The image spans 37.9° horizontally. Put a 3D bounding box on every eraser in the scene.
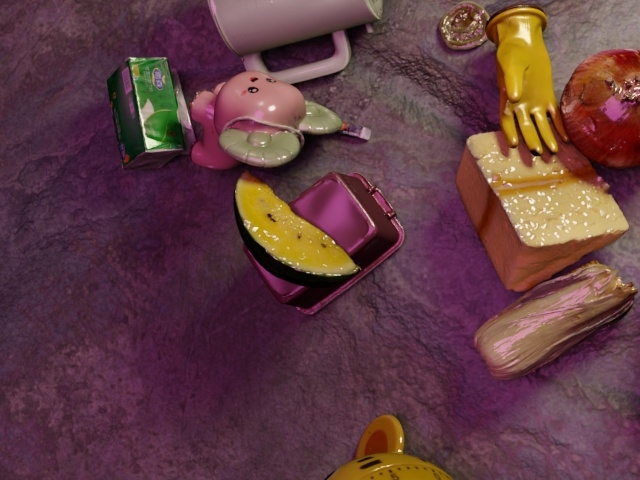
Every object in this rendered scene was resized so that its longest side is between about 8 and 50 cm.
[{"bbox_3d":[0.055,-0.227,1.916,0.099,0.019,0.027,14,89,20],"label":"eraser"}]

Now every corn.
[{"bbox_3d":[0.427,0.144,1.705,0.305,0.122,0.123,-35,68,10],"label":"corn"}]

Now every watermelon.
[{"bbox_3d":[-0.068,-0.004,1.730,0.301,0.123,0.129,39,77,15],"label":"watermelon"}]

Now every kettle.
[{"bbox_3d":[-0.040,-0.484,1.897,0.318,0.265,0.205,-13,50,17],"label":"kettle"}]

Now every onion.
[{"bbox_3d":[0.547,-0.245,1.651,0.230,0.163,0.229,4,69,-11],"label":"onion"}]

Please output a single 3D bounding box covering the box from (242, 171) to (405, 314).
[{"bbox_3d":[0.000,0.000,1.840,0.294,0.167,0.193,-39,73,12],"label":"box"}]

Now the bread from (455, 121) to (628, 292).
[{"bbox_3d":[0.406,-0.065,1.730,0.236,0.198,0.263,-16,62,-14],"label":"bread"}]

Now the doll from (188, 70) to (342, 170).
[{"bbox_3d":[-0.118,-0.220,1.864,0.268,0.284,0.216,24,129,27],"label":"doll"}]

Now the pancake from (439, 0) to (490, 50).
[{"bbox_3d":[0.288,-0.425,1.855,0.108,0.017,0.108,-3,81,19],"label":"pancake"}]

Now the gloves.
[{"bbox_3d":[0.386,-0.281,1.714,0.133,0.116,0.294,-1,65,-8],"label":"gloves"}]

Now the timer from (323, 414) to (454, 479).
[{"bbox_3d":[0.101,0.541,1.699,0.376,0.376,0.387,-63,28,5],"label":"timer"}]

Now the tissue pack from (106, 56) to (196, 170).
[{"bbox_3d":[-0.354,-0.271,2.003,0.148,0.156,0.209,-23,78,52],"label":"tissue pack"}]
